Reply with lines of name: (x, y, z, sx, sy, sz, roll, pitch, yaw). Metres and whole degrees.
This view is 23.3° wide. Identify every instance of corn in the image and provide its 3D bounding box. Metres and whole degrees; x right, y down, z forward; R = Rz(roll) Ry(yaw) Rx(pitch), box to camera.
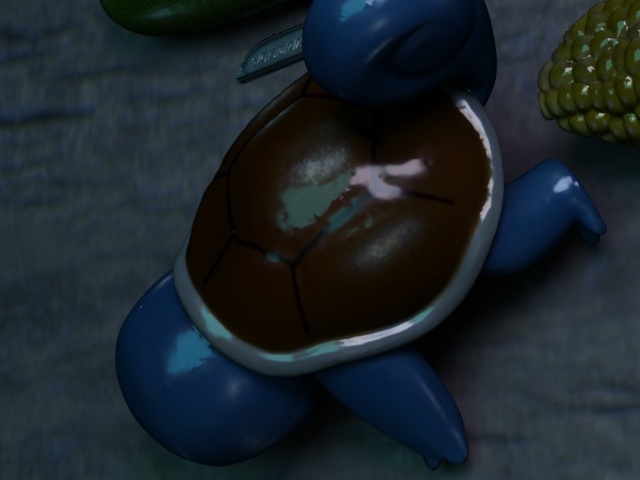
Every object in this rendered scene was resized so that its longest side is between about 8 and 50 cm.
corn: (0.289, -0.114, 0.891, 0.347, 0.130, 0.130, -5, 74, 40)

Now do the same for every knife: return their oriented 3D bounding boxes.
knife: (0.016, -0.163, 1.180, 0.210, 0.015, 0.028, -16, 74, 34)

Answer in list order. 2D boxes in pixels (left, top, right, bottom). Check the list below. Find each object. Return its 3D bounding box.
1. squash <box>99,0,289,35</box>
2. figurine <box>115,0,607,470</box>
squash: (-0.030, -0.235, 1.179, 0.395, 0.107, 0.107, -13, 70, 33)
figurine: (0.031, -0.011, 1.025, 0.298, 0.243, 0.416, 51, 129, 25)
